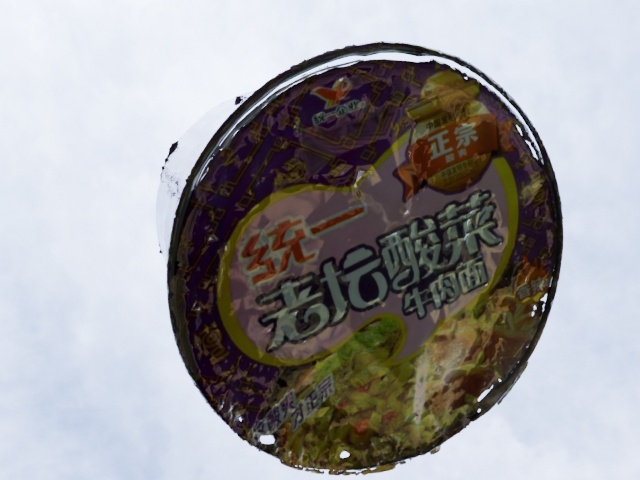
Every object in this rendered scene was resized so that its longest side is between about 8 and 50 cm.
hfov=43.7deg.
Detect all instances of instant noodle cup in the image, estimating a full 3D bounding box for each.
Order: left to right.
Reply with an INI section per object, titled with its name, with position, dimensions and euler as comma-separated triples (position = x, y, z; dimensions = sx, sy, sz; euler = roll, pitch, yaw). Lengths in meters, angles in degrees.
[instant noodle cup]
position = 0.000, 0.000, 0.713
dimensions = 0.339, 0.266, 0.340
euler = -5, -78, -23
